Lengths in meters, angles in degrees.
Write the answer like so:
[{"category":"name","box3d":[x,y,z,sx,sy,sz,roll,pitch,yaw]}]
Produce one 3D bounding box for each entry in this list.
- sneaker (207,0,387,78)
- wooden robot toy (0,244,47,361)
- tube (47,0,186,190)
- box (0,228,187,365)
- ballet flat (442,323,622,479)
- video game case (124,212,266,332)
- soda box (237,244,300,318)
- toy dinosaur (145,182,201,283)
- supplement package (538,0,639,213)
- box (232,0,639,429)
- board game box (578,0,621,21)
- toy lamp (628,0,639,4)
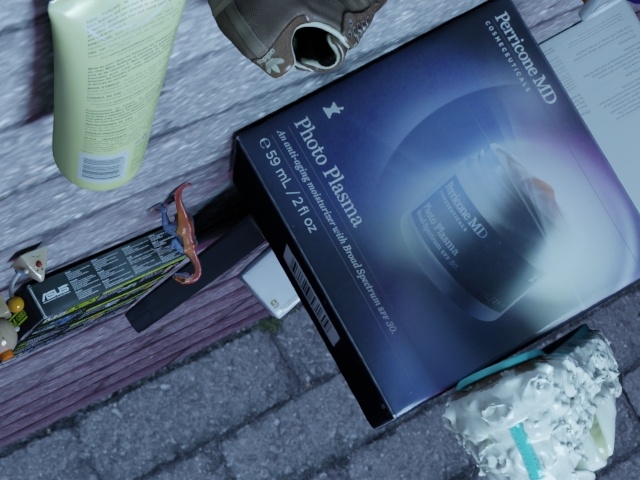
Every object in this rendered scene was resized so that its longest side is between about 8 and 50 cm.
[{"category":"sneaker","box3d":[-0.003,-0.140,0.963,0.066,0.071,0.188,-34,172,34]},{"category":"wooden robot toy","box3d":[-0.304,0.075,1.307,0.173,0.079,0.076,-28,174,-11]},{"category":"tube","box3d":[-0.121,-0.101,0.859,0.240,0.062,0.070,121,-14,-68]},{"category":"box","box3d":[-0.256,0.062,1.577,0.190,0.045,0.184,-25,171,-36]},{"category":"ballet flat","box3d":[0.204,0.165,1.336,0.147,0.147,0.409,-31,171,17]},{"category":"video game case","box3d":[-0.070,-0.010,1.687,0.248,0.035,0.275,-37,-179,-44]},{"category":"soda box","box3d":[0.000,0.000,1.839,0.216,0.074,0.069,-42,-174,-8]},{"category":"toy dinosaur","box3d":[-0.137,0.000,1.434,0.047,0.082,0.090,-26,172,-24]},{"category":"supplement package","box3d":[0.338,-0.115,1.804,0.199,0.263,0.198,-28,174,-1]},{"category":"box","box3d":[0.112,-0.024,1.392,0.294,0.296,0.183,-29,173,-9]},{"category":"board game box","box3d":[0.395,-0.333,1.172,0.390,0.050,0.390,-31,176,-3]},{"category":"toy lamp","box3d":[0.398,-0.297,1.474,0.274,0.080,0.080,-25,172,-41]}]
